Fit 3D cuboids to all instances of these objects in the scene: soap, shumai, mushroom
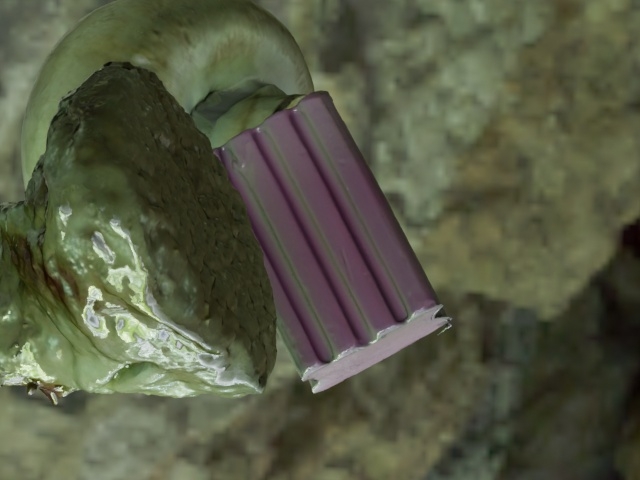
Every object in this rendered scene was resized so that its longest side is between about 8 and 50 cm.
[{"bbox_3d":[0.000,0.000,1.472,0.203,0.122,0.065,63,-176,21],"label":"soap"},{"bbox_3d":[-0.071,0.007,0.591,0.124,0.087,0.099,52,-159,-56],"label":"shumai"},{"bbox_3d":[-0.133,-0.082,1.900,0.352,0.260,0.352,-22,-63,-54],"label":"mushroom"}]
